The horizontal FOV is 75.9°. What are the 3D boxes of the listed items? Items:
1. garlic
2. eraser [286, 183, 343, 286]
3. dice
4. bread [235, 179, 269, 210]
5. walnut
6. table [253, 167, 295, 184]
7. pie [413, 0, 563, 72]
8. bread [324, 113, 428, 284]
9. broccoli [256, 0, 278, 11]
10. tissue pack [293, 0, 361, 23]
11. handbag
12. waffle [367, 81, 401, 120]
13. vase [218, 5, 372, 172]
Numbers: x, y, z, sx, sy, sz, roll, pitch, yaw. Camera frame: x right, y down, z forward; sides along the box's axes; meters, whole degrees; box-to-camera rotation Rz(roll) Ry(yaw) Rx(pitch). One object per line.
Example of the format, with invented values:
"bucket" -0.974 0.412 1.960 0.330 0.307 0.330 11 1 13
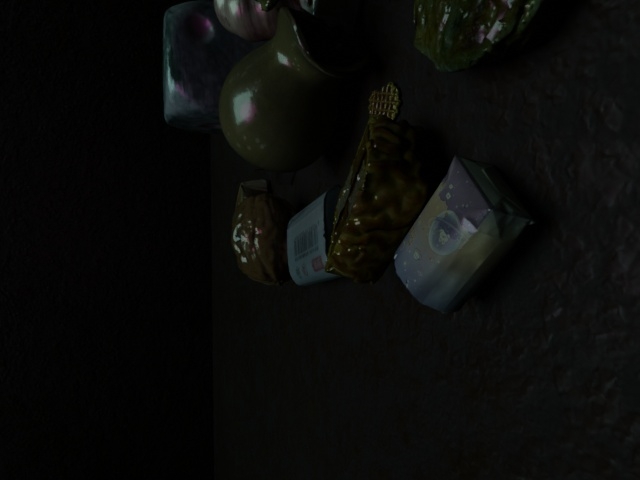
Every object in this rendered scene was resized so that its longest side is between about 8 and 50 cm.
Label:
"garlic" -0.105 -0.519 0.972 0.245 0.245 0.253 -120 7 -50
"eraser" 0.000 0.000 0.859 0.227 0.081 0.174 152 118 -66
"dice" -0.336 -0.542 1.336 0.328 0.331 0.348 -172 83 -67
"bread" -0.227 -0.085 1.380 0.209 0.110 0.192 116 152 -48
"walnut" -0.133 -0.005 1.044 0.198 0.198 0.244 140 125 -62
"table" -0.143 -0.286 1.158 0.121 0.111 0.240 117 145 -47
"pie" 0.169 -0.320 0.431 0.277 0.079 0.276 -179 90 -67
"bread" 0.077 -0.052 0.592 0.222 0.096 0.181 110 172 -46
"broccoli" -0.003 -0.484 0.625 0.304 0.145 0.165 -41 52 19
"tissue pack" 0.012 -0.487 0.779 0.148 0.099 0.106 -118 34 -48
"handbag" 0.154 0.003 0.473 0.117 0.095 0.173 -93 22 -50
"waffle" 0.104 -0.221 0.676 0.085 0.016 0.078 154 109 -67
"vase" -0.056 -0.327 0.822 0.302 0.241 0.329 -50 31 43
